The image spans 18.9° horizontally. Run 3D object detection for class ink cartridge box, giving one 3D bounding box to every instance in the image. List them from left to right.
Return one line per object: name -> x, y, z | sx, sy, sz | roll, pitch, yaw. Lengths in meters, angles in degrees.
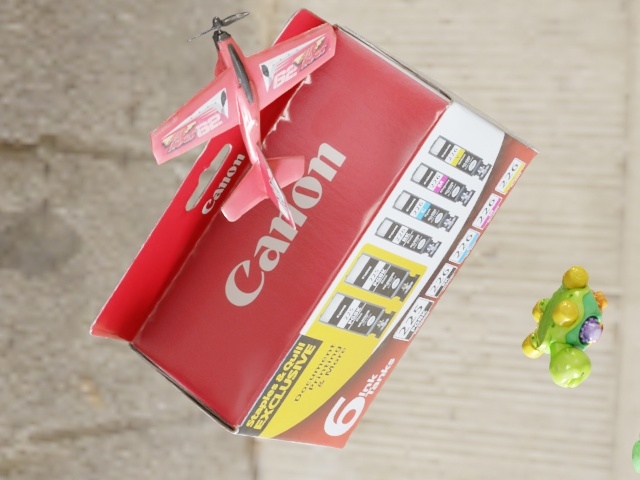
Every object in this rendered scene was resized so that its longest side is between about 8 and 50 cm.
ink cartridge box -> 0.000, 0.000, 1.530 | 0.309, 0.130, 0.272 | -57, 154, 7

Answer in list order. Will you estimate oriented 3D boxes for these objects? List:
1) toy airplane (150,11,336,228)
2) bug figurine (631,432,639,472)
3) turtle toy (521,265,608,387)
toy airplane -> -0.043, -0.074, 1.203 | 0.151, 0.028, 0.151 | -13, 112, -36
bug figurine -> 0.383, 0.157, 1.937 | 0.279, 0.072, 0.216 | -105, -142, -80
turtle toy -> 0.260, 0.096, 2.015 | 0.095, 0.066, 0.130 | -54, -168, 51
